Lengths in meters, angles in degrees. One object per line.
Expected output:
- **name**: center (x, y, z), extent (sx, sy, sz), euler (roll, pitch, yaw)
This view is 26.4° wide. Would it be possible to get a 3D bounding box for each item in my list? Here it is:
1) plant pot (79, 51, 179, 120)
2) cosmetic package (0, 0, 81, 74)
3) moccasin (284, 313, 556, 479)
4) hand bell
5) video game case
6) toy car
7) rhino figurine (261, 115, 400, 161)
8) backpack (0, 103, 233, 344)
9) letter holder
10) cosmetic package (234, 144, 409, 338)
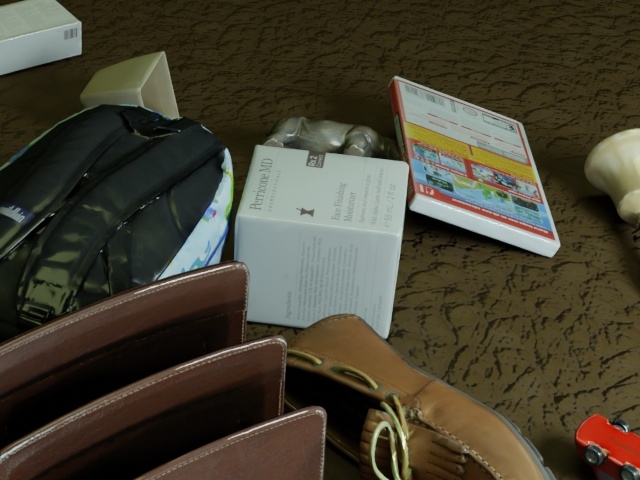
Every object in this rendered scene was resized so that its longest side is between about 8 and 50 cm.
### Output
- **plant pot**: center (-0.257, -0.178, 1.809), extent (0.096, 0.109, 0.109), euler (1, 36, 14)
- **cosmetic package**: center (-0.470, -0.282, 1.947), extent (0.239, 0.060, 0.099), euler (-20, 46, -30)
- **moccasin**: center (0.082, 0.198, 1.321), extent (0.147, 0.139, 0.380), euler (-23, 45, -31)
- **hand bell**: center (0.411, -0.010, 1.697), extent (0.126, 0.126, 0.242), euler (1, 50, -6)
- **video game case**: center (0.194, -0.101, 1.772), extent (0.204, 0.025, 0.285), euler (18, 34, -17)
- **toy car**: center (0.366, 0.275, 1.329), extent (0.239, 0.053, 0.225), euler (7, 37, 3)
- **rhino figurine**: center (0.042, -0.115, 1.784), extent (0.243, 0.073, 0.106), euler (6, 26, -5)
- **backpack**: center (-0.241, 0.004, 1.473), extent (0.290, 0.273, 0.355), euler (17, 60, 18)
- **letter holder**: center (-0.155, 0.169, 1.216), extent (0.302, 0.214, 0.152), euler (-21, 43, -30)
- **cosmetic package**: center (0.000, 0.000, 1.561), extent (0.183, 0.151, 0.151), euler (7, 36, 2)
